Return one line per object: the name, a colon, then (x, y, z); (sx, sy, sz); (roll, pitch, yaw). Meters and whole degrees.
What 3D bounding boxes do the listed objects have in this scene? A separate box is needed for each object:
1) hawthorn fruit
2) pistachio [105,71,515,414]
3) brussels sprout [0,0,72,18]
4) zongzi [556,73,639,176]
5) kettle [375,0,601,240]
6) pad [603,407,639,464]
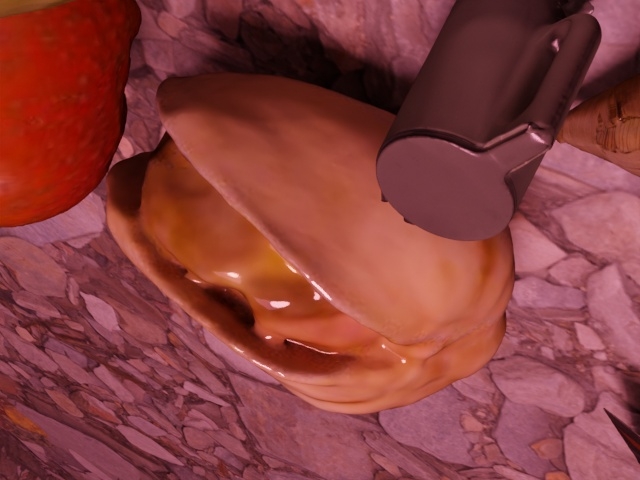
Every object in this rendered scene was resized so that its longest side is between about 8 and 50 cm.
hawthorn fruit: (-0.287, -0.143, 0.647); (0.277, 0.298, 0.277); (28, 124, 52)
pistachio: (0.000, 0.000, 0.676); (0.321, 0.238, 0.229); (31, 114, -10)
brussels sprout: (-0.154, -0.240, 0.405); (0.354, 0.289, 0.281); (-34, 115, 24)
zongzi: (0.256, -0.049, 0.534); (0.194, 0.099, 0.197); (32, 161, -14)
kettle: (0.111, -0.080, 0.550); (0.126, 0.148, 0.098); (5, 139, 33)
pad: (0.330, 0.225, 0.813); (0.143, 0.003, 0.211); (40, 176, 41)
